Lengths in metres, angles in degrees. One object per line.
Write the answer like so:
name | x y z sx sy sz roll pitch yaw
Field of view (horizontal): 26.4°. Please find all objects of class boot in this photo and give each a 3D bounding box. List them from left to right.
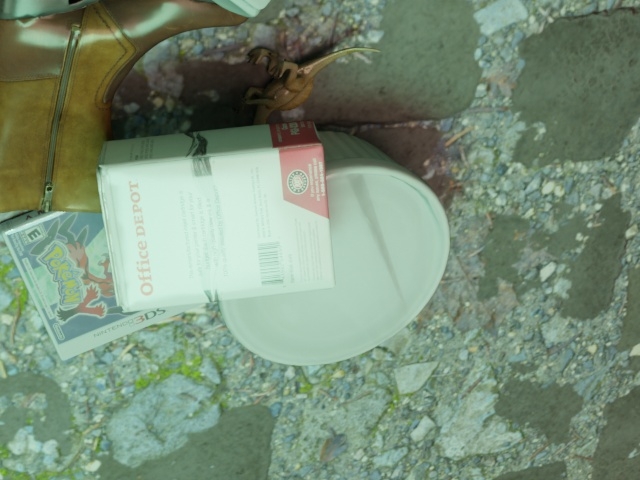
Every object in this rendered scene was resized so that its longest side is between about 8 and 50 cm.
boot | -0.204 -0.141 1.355 0.264 0.096 0.280 -5 125 -21

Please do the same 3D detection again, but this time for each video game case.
video game case | -0.236 0.028 1.517 0.183 0.023 0.201 -22 130 -8

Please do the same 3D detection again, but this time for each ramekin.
ramekin | 0.000 0.000 1.536 0.273 0.127 0.273 -12 128 -16

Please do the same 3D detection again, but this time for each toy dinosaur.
toy dinosaur | -0.033 -0.172 1.456 0.183 0.053 0.092 -40 146 16

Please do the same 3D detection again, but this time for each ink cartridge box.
ink cartridge box | -0.103 -0.025 1.354 0.218 0.092 0.158 -7 113 -5

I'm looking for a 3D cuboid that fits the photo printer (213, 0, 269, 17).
photo printer | -0.081 -0.388 1.182 0.256 0.107 0.307 30 89 -34
